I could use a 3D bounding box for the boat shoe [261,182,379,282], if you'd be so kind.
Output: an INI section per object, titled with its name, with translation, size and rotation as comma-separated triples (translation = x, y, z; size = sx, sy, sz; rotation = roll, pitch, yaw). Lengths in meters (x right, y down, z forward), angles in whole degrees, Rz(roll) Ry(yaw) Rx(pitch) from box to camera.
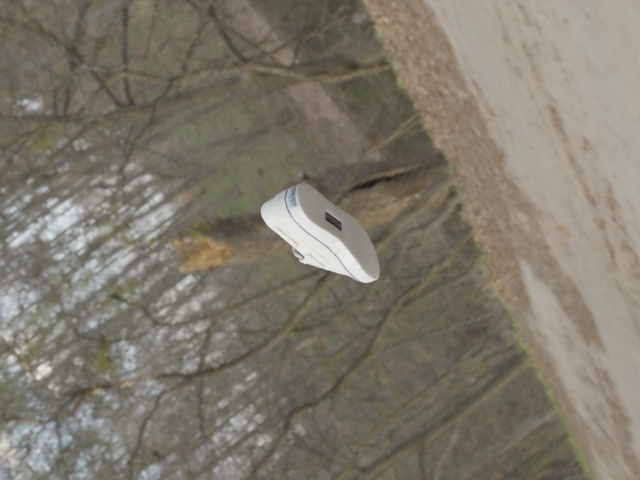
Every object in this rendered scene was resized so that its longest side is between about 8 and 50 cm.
[boat shoe]
translation = 0.000, 0.000, 0.580
size = 0.100, 0.035, 0.035
rotation = 37, -138, -48
